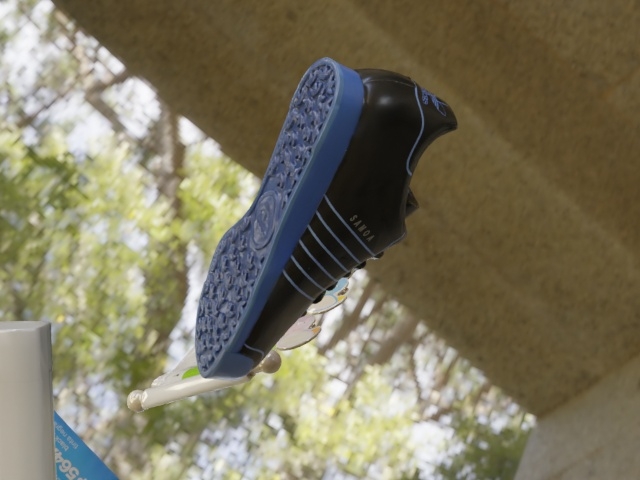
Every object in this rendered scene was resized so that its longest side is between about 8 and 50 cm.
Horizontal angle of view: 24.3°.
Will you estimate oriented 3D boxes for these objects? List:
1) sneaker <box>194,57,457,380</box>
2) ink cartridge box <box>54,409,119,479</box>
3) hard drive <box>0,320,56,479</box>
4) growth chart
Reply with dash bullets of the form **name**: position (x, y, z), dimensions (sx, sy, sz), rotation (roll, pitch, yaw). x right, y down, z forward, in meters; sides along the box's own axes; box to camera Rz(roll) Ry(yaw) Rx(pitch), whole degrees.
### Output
- **sneaker**: position (0.000, 0.000, 0.900), dimensions (0.090, 0.081, 0.232), rotation (13, -56, -25)
- **ink cartridge box**: position (-0.274, 0.236, 1.156), dimensions (0.086, 0.203, 0.148), rotation (50, -32, -12)
- **hard drive**: position (-0.252, 0.202, 0.864), dimensions (0.203, 0.040, 0.308), rotation (-1, -85, 5)
- **growth chart**: position (-0.043, 0.055, 1.114), dimensions (0.172, 0.237, 0.021), rotation (-23, -75, 31)
